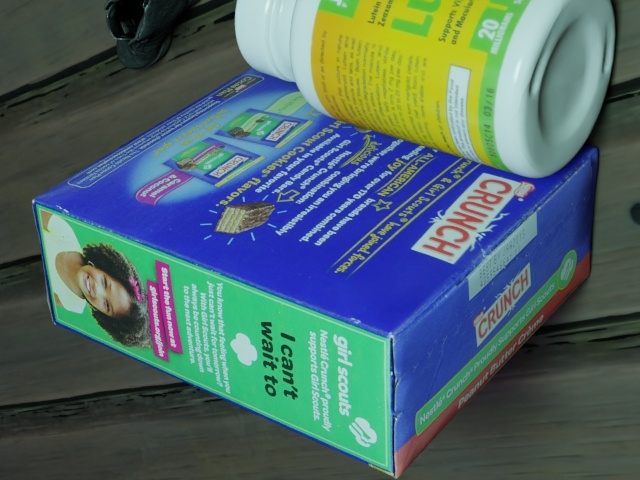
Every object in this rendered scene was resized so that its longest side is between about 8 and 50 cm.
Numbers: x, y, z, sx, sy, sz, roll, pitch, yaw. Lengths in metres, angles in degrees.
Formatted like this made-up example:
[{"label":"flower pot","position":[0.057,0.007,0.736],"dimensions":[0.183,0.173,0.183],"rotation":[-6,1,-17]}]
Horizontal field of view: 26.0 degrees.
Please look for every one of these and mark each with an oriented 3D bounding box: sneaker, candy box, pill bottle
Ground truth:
[{"label":"sneaker","position":[-0.152,-0.189,1.159],"dimensions":[0.051,0.089,0.170],"rotation":[53,137,4]},{"label":"candy box","position":[0.000,0.000,1.007],"dimensions":[0.317,0.268,0.122],"rotation":[18,129,33]},{"label":"pill bottle","position":[0.065,-0.138,0.961],"dimensions":[0.246,0.136,0.136],"rotation":[20,126,32]}]
